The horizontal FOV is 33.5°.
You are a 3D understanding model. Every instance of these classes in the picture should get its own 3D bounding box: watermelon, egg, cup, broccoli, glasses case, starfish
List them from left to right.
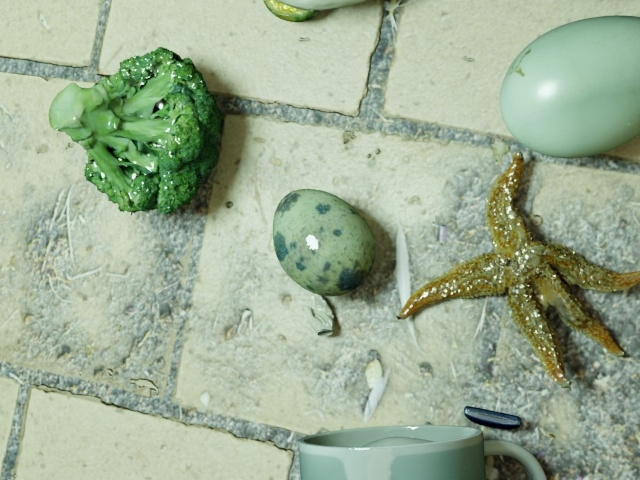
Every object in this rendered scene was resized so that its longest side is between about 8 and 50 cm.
[{"bbox_3d":[-0.286,-0.169,1.625,0.270,0.270,0.270,-12,72,40],"label":"broccoli"},{"bbox_3d":[-0.037,-0.380,1.656,0.105,0.062,0.106,-2,67,6],"label":"watermelon"},{"bbox_3d":[0.000,0.000,1.580,0.141,0.141,0.182,-44,66,10],"label":"egg"},{"bbox_3d":[0.151,0.400,1.464,0.356,0.259,0.275,-1,86,-14],"label":"cup"},{"bbox_3d":[0.247,0.258,1.531,0.083,0.033,0.023,11,71,18],"label":"glasses case"},{"bbox_3d":[0.301,0.076,1.505,0.293,0.084,0.301,39,94,18],"label":"starfish"},{"bbox_3d":[0.374,-0.212,1.451,0.264,0.183,0.183,-20,80,8],"label":"egg"}]

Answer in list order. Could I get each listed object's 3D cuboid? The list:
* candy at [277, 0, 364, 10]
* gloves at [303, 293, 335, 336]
[{"bbox_3d":[0.012,-0.548,1.585,0.386,0.186,0.427,-1,80,12],"label":"candy"},{"bbox_3d":[-0.002,0.118,1.620,0.044,0.037,0.081,-5,73,-8],"label":"gloves"}]
